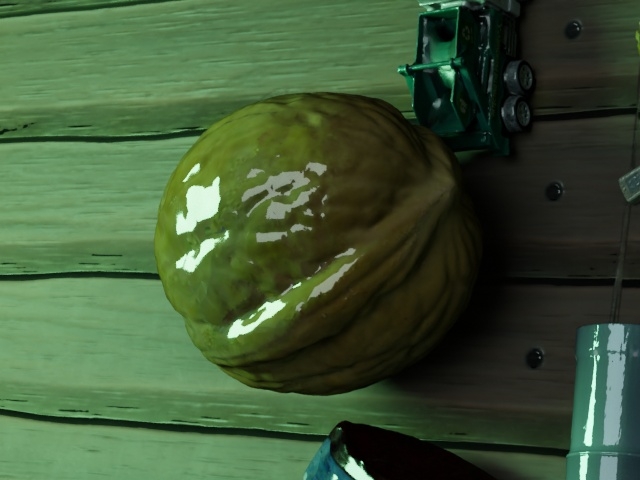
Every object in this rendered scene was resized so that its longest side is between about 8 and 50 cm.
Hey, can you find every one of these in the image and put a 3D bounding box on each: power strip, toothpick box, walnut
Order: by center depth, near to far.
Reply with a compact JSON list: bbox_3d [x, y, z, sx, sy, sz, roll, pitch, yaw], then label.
[{"bbox_3d":[0.276,0.159,1.789,0.101,0.101,0.153,-3,73,36],"label":"toothpick box"},{"bbox_3d":[0.319,-0.065,1.876,0.083,0.017,0.027,-36,60,25],"label":"power strip"},{"bbox_3d":[0.000,0.000,1.914,0.333,0.333,0.333,-11,70,34],"label":"walnut"}]

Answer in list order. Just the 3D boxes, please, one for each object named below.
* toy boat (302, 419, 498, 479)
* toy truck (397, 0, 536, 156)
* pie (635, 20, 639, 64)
[{"bbox_3d":[0.094,0.279,1.882,0.309,0.129,0.142,26,121,38],"label":"toy boat"},{"bbox_3d":[0.142,-0.195,1.980,0.110,0.116,0.216,-4,74,36],"label":"toy truck"},{"bbox_3d":[0.420,-0.236,1.809,0.308,0.085,0.308,-12,69,34],"label":"pie"}]
